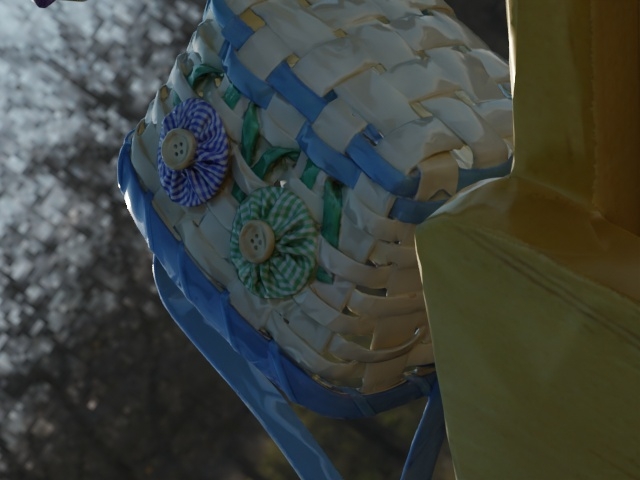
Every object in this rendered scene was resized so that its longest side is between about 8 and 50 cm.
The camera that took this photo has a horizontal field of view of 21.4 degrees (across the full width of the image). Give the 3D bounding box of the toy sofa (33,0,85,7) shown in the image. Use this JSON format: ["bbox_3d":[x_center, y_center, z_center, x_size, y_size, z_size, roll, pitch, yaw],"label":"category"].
[{"bbox_3d":[-0.192,-0.314,0.914,0.177,0.150,0.362,155,116,-70],"label":"toy sofa"}]

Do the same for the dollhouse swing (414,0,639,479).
[{"bbox_3d":[0.226,-0.067,0.499,0.347,0.315,0.305,-37,-34,-44],"label":"dollhouse swing"}]

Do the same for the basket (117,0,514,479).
[{"bbox_3d":[0.000,0.000,0.947,0.201,0.255,0.289,-20,-39,-33],"label":"basket"}]
